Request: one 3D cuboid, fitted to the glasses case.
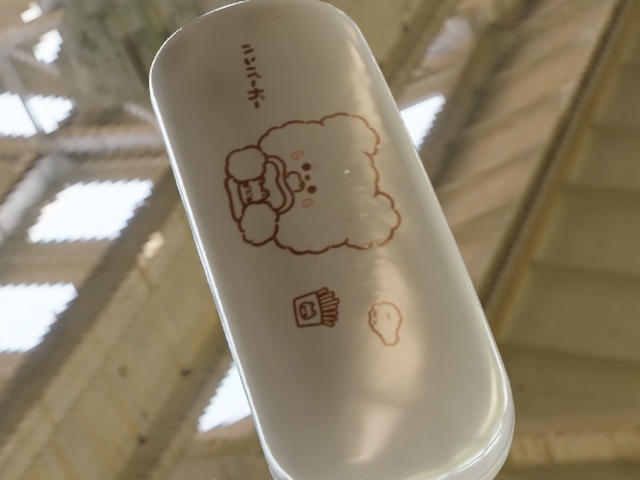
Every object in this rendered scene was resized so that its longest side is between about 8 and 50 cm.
[{"bbox_3d":[0.000,0.000,0.555,0.074,0.049,0.193,-16,-125,-6],"label":"glasses case"}]
